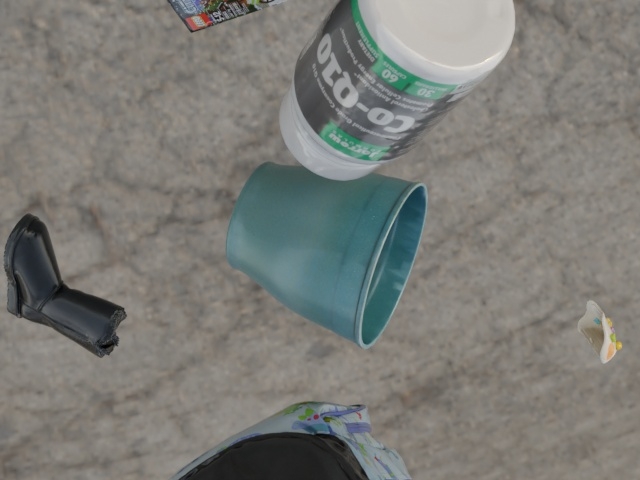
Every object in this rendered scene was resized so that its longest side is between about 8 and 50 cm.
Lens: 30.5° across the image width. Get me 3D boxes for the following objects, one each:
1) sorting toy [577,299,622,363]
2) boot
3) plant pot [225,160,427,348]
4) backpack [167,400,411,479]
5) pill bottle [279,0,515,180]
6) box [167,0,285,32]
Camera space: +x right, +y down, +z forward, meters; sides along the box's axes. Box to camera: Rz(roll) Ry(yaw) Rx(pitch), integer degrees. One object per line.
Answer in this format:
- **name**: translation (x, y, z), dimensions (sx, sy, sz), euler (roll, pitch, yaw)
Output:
- **sorting toy**: translation (0.428, 0.131, 1.800), dimensions (0.045, 0.083, 0.075), euler (-22, 126, -3)
- **boot**: translation (-0.427, 0.080, 1.995), dimensions (0.207, 0.094, 0.246), euler (23, 135, 8)
- **plant pot**: translation (0.000, 0.000, 1.836), dimensions (0.255, 0.272, 0.272), euler (19, 153, 15)
- **backpack**: translation (-0.024, 0.288, 1.200), dimensions (0.290, 0.273, 0.355), euler (-36, 148, 15)
- **pill bottle**: translation (0.082, -0.222, 1.518), dimensions (0.204, 0.204, 0.361), euler (-4, 162, -22)
- **box**: translation (-0.148, -0.378, 1.563), dimensions (0.159, 0.044, 0.233), euler (-17, 154, 11)
